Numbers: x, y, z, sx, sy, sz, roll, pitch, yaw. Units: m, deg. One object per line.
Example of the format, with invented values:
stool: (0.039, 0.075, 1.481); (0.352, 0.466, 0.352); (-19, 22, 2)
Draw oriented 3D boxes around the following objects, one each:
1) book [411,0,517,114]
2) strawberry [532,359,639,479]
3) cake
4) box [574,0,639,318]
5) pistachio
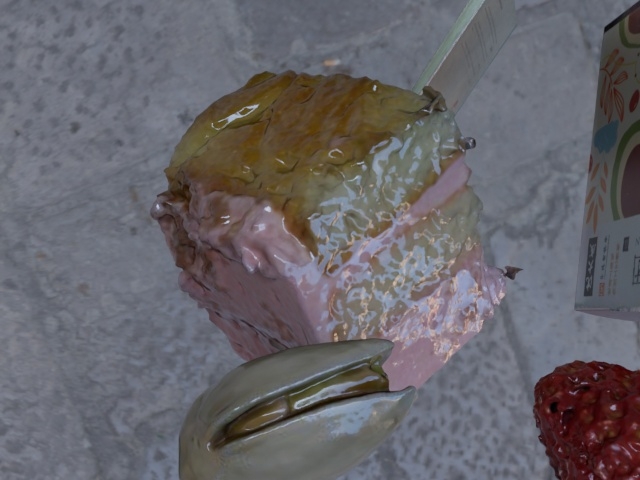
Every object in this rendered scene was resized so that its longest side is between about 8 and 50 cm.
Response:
book: (0.235, -0.292, 1.508); (0.282, 0.025, 0.215); (-56, 159, -5)
strawberry: (0.288, 0.188, 0.853); (0.190, 0.236, 0.111); (-46, 142, -3)
cake: (0.000, 0.000, 1.060); (0.293, 0.314, 0.306); (-42, 129, -21)
box: (0.421, -0.102, 1.025); (0.122, 0.344, 0.385); (8, 85, -5)
pistachio: (-0.025, 0.160, 0.809); (0.223, 0.152, 0.126); (-28, 66, 3)
